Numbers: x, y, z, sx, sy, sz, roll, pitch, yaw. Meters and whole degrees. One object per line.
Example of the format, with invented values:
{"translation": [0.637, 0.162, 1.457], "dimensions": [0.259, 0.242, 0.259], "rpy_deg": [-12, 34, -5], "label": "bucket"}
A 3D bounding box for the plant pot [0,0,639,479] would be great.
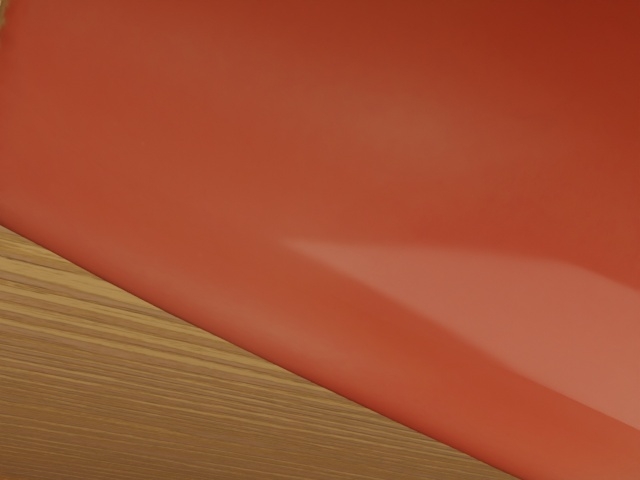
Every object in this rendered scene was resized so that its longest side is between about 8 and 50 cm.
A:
{"translation": [0.025, -0.065, 0.434], "dimensions": [0.243, 0.275, 0.275], "rpy_deg": [18, 159, -7], "label": "plant pot"}
